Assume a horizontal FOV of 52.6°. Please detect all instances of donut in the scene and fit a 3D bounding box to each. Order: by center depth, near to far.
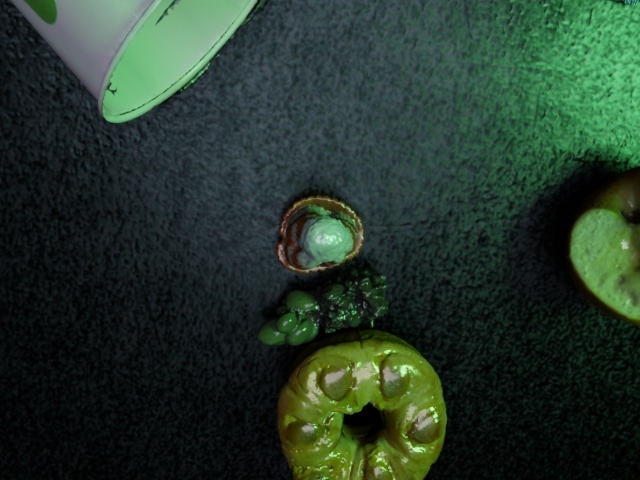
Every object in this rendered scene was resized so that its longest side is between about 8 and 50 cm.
[{"bbox_3d":[0.050,0.220,0.815,0.227,0.114,0.226,-1,104,-2],"label":"donut"}]

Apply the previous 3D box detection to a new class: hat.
[{"bbox_3d":[0.000,0.000,0.733,0.112,0.162,0.093,-21,101,-1],"label":"hat"}]

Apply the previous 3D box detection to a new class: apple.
[{"bbox_3d":[0.383,0.002,0.747,0.195,0.160,0.173,-27,91,31],"label":"apple"}]

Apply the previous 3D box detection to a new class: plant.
[{"bbox_3d":[0.004,0.084,0.798,0.174,0.085,0.087,-23,64,12],"label":"plant"}]

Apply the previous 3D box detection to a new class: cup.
[{"bbox_3d":[-0.208,-0.293,0.621,0.274,0.253,0.253,45,99,-4],"label":"cup"}]

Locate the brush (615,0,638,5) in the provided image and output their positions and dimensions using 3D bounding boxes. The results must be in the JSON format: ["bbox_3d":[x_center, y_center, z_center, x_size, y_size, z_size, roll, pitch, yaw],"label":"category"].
[{"bbox_3d":[0.377,-0.279,0.751,0.084,0.016,0.013,5,117,-3],"label":"brush"}]
